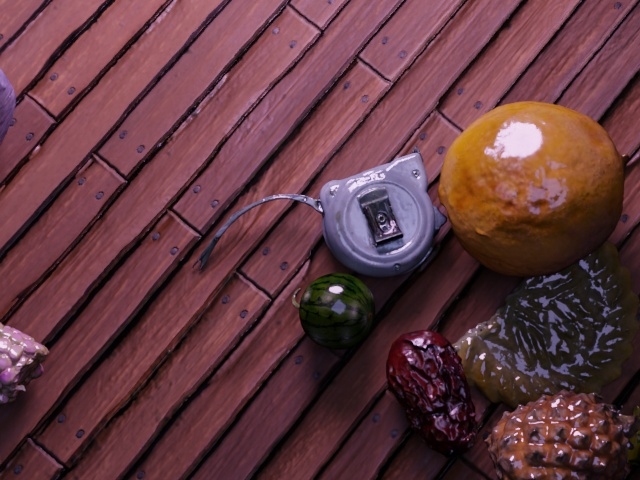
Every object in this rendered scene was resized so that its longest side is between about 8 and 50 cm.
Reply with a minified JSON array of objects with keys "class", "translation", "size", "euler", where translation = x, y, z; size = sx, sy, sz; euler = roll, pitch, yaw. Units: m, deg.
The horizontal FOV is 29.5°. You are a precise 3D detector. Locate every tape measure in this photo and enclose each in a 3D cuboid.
[{"class":"tape measure","translation":[0.000,-0.001,1.573],"size":[0.330,0.084,0.164],"euler":[-22,76,-8]}]

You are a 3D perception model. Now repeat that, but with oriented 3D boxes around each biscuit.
[{"class":"biscuit","translation":[0.315,0.119,1.585],"size":[0.187,0.036,0.273],"euler":[43,81,6]}]

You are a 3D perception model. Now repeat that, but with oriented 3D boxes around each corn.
[{"class":"corn","translation":[-0.507,0.103,1.522],"size":[0.335,0.126,0.127],"euler":[27,79,-1]}]

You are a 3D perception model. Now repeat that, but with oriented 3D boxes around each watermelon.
[{"class":"watermelon","translation":[0.016,0.091,1.549],"size":[0.109,0.109,0.109],"euler":[0,79,-2]}]

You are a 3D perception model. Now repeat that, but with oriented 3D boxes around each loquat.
[{"class":"loquat","translation":[0.266,-0.065,1.534],"size":[0.238,0.193,0.238],"euler":[-4,61,7]}]

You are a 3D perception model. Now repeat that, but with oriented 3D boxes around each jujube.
[{"class":"jujube","translation":[0.140,0.194,1.537],"size":[0.104,0.104,0.166],"euler":[-16,88,-5]}]

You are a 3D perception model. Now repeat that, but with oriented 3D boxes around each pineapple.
[{"class":"pineapple","translation":[0.309,0.260,1.497],"size":[0.193,0.166,0.166],"euler":[-23,81,-1]}]

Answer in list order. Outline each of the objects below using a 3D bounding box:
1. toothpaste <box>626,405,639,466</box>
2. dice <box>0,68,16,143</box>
[{"class":"toothpaste","translation":[0.556,0.275,1.526],"size":[0.327,0.110,0.077],"euler":[13,76,0]},{"class":"dice","translation":[-0.559,-0.168,1.489],"size":[0.270,0.270,0.271],"euler":[36,80,5]}]
